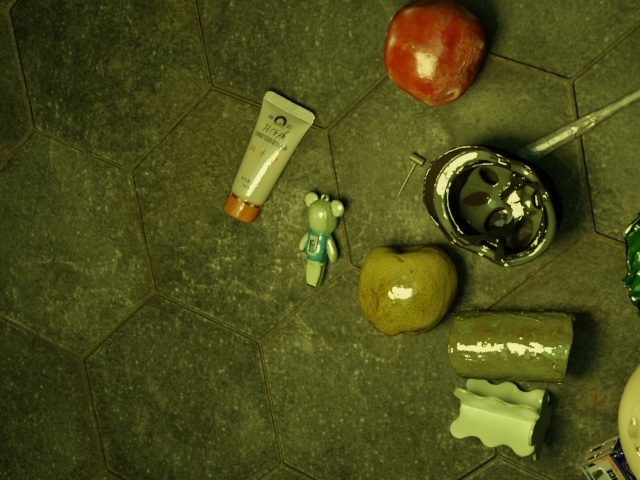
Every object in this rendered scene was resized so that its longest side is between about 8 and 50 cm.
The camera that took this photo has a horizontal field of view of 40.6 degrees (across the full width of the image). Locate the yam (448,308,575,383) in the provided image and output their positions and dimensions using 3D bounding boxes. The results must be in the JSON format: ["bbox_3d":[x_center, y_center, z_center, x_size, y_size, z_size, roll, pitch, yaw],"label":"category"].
[{"bbox_3d":[0.428,0.233,1.912,0.267,0.161,0.161,-1,99,22],"label":"yam"}]

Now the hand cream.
[{"bbox_3d":[-0.130,-0.195,2.115,0.139,0.089,0.314,27,101,14],"label":"hand cream"}]

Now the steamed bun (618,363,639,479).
[{"bbox_3d":[0.764,0.377,1.728,0.374,0.241,0.375,2,77,-9],"label":"steamed bun"}]

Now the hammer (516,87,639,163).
[{"bbox_3d":[0.607,-0.264,1.812,0.426,0.044,0.152,-32,85,24],"label":"hammer"}]

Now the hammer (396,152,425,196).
[{"bbox_3d":[0.204,-0.149,2.016,0.035,0.019,0.110,34,115,14],"label":"hammer"}]

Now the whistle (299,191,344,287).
[{"bbox_3d":[0.000,0.000,2.097,0.113,0.077,0.236,18,112,28],"label":"whistle"}]

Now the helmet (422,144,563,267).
[{"bbox_3d":[0.385,-0.089,1.863,0.305,0.177,0.225,38,119,19],"label":"helmet"}]

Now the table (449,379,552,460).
[{"bbox_3d":[0.404,0.391,1.956,0.198,0.166,0.167,10,103,28],"label":"table"}]

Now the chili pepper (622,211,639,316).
[{"bbox_3d":[0.756,-0.007,1.736,0.213,0.167,0.385,54,127,22],"label":"chili pepper"}]

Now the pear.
[{"bbox_3d":[0.199,0.116,1.967,0.228,0.188,0.212,0,97,20],"label":"pear"}]

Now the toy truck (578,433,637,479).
[{"bbox_3d":[0.696,0.560,1.877,0.155,0.124,0.268,-35,83,31],"label":"toy truck"}]

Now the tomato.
[{"bbox_3d":[0.239,-0.412,1.860,0.231,0.188,0.232,3,98,22],"label":"tomato"}]
